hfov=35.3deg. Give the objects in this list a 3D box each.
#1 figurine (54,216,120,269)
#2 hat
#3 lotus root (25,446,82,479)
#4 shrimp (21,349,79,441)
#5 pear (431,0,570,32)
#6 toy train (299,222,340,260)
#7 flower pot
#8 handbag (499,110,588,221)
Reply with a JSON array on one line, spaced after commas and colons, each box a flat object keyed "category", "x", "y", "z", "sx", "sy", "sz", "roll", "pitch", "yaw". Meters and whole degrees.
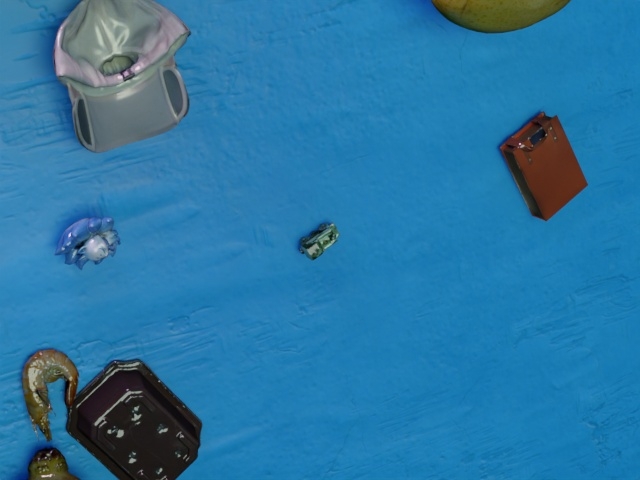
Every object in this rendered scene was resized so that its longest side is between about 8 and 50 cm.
[{"category": "figurine", "x": -0.385, "y": 0.005, "z": 1.650, "sx": 0.114, "sy": 0.114, "sz": 0.079, "roll": -30, "pitch": 70, "yaw": -12}, {"category": "hat", "x": -0.322, "y": -0.266, "z": 1.615, "sx": 0.219, "sy": 0.164, "sz": 0.226, "roll": -20, "pitch": 151, "yaw": -21}, {"category": "lotus root", "x": -0.466, "y": 0.510, "z": 1.709, "sx": 0.173, "sy": 0.173, "sz": 0.309, "roll": 0, "pitch": 97, "yaw": -26}, {"category": "shrimp", "x": -0.458, "y": 0.262, "z": 1.715, "sx": 0.095, "sy": 0.045, "sz": 0.162, "roll": -17, "pitch": 107, "yaw": -43}, {"category": "pear", "x": 0.317, "y": -0.511, "z": 1.745, "sx": 0.314, "sy": 0.314, "sz": 0.314, "roll": -7, "pitch": 107, "yaw": -24}, {"category": "toy train", "x": 0.000, "y": 0.000, "z": 1.853, "sx": 0.083, "sy": 0.053, "sz": 0.033, "roll": -36, "pitch": 116, "yaw": -12}, {"category": "flower pot", "x": -0.315, "y": 0.342, "z": 1.773, "sx": 0.179, "sy": 0.084, "sz": 0.251, "roll": -43, "pitch": 118, "yaw": -9}, {"category": "handbag", "x": 0.452, "y": -0.151, "z": 2.034, "sx": 0.127, "sy": 0.063, "sz": 0.190, "roll": -40, "pitch": 121, "yaw": -11}]
